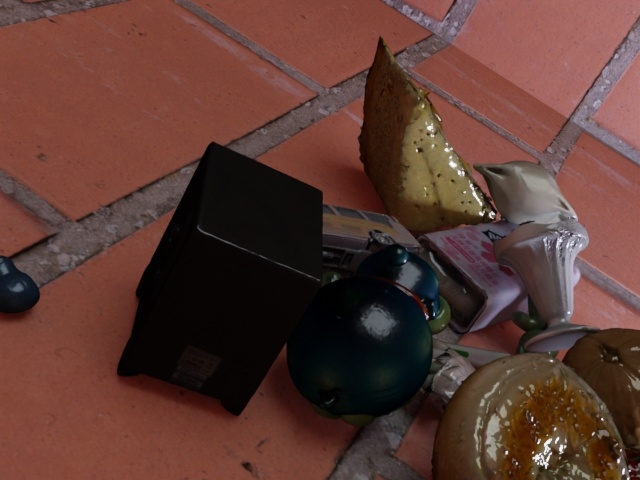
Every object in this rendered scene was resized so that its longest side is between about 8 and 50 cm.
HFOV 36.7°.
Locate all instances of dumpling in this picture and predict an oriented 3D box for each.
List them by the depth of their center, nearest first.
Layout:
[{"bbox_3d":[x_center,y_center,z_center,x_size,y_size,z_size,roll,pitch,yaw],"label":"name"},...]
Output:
[{"bbox_3d":[0.397,-0.091,1.896,0.229,0.124,0.151,36,0,2],"label":"dumpling"}]

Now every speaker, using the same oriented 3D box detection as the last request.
[{"bbox_3d":[-0.128,0.048,1.245,0.184,0.254,0.232,23,29,-14],"label":"speaker"}]

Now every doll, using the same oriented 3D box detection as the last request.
[{"bbox_3d":[-0.392,0.058,1.201,0.083,0.050,0.076,42,35,17],"label":"doll"},{"bbox_3d":[0.066,0.124,1.342,0.199,0.186,0.322,7,37,19],"label":"doll"},{"bbox_3d":[0.392,0.145,1.701,0.115,0.150,0.077,13,-12,-29],"label":"doll"}]

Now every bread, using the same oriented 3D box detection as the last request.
[{"bbox_3d":[0.268,0.299,1.262,0.306,0.159,0.305,15,59,-27],"label":"bread"},{"bbox_3d":[0.227,-0.203,1.887,0.279,0.315,0.248,3,39,-15],"label":"bread"}]

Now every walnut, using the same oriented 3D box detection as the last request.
[{"bbox_3d":[0.471,0.250,1.516,0.228,0.228,0.228,23,29,-14],"label":"walnut"}]

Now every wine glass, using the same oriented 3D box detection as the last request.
[{"bbox_3d":[0.385,0.079,1.621,0.165,0.165,0.196,7,67,-37],"label":"wine glass"}]

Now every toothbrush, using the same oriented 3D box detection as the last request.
[{"bbox_3d":[0.146,0.164,1.537,0.418,0.042,0.040,15,0,-25],"label":"toothbrush"}]

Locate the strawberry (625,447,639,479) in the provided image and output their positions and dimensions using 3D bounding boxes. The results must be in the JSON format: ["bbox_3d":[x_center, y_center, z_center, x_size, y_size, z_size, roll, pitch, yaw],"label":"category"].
[{"bbox_3d":[0.468,0.355,1.383,0.145,0.086,0.145,24,14,-7],"label":"strawberry"}]

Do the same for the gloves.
[{"bbox_3d":[0.177,0.206,1.438,0.128,0.111,0.212,-14,59,-46],"label":"gloves"}]

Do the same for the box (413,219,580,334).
[{"bbox_3d":[0.321,0.056,1.803,0.190,0.112,0.370,44,31,27],"label":"box"}]

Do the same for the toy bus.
[{"bbox_3d":[0.000,0.000,1.614,0.343,0.097,0.138,7,29,-34],"label":"toy bus"}]
